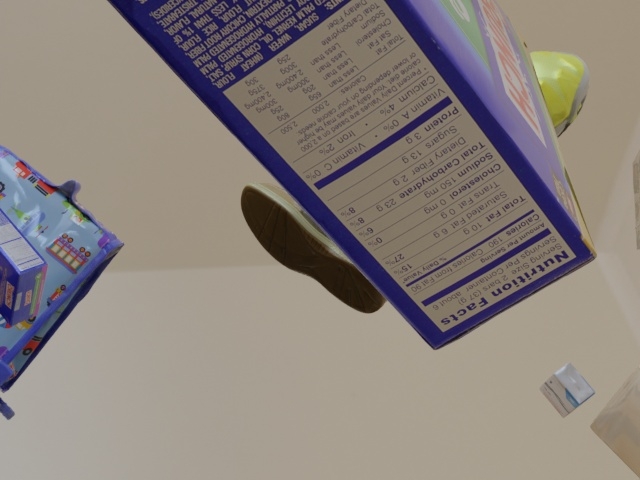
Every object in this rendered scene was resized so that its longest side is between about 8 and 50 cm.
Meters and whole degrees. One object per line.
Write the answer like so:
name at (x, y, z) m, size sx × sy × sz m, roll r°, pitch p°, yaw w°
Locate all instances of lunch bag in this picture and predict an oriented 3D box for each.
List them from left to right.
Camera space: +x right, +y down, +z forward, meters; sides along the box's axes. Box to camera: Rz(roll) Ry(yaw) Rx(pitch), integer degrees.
lunch bag at (-0.432, 0.027, 1.338) m, size 0.293 × 0.221 × 0.138 m, roll -51°, pitch 178°, yaw -7°

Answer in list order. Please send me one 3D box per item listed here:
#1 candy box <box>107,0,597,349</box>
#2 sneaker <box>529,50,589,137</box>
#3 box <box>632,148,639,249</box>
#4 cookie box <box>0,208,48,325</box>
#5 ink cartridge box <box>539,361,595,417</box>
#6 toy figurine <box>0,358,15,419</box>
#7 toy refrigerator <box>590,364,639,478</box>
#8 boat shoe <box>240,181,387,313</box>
candy box at (0.016, -0.139, 0.576) m, size 0.317 × 0.122 × 0.268 m, roll 47°, pitch 24°, yaw -31°
sneaker at (0.154, -0.173, 1.214) m, size 0.147 × 0.384 × 0.145 m, roll 84°, pitch -11°, yaw -53°
box at (0.392, -0.056, 1.142) m, size 0.207 × 0.036 × 0.114 m, roll 26°, pitch 62°, yaw -76°
cookie box at (-0.358, 0.027, 1.108) m, size 0.107 × 0.040 × 0.092 m, roll 45°, pitch -46°, yaw 20°
ink cartridge box at (0.299, 0.186, 1.206) m, size 0.048 × 0.028 × 0.083 m, roll 52°, pitch -17°, yaw 18°
toy figurine at (-0.446, 0.146, 1.097) m, size 0.191 × 0.217 × 0.362 m, roll -55°, pitch -162°, yaw -21°
toy refrigerator at (0.401, 0.203, 1.033) m, size 0.102 × 0.269 × 0.094 m, roll 48°, pitch -66°, yaw 37°
boat shoe at (0.001, -0.001, 0.803) m, size 0.153 × 0.048 × 0.056 m, roll 34°, pitch -45°, yaw 20°
